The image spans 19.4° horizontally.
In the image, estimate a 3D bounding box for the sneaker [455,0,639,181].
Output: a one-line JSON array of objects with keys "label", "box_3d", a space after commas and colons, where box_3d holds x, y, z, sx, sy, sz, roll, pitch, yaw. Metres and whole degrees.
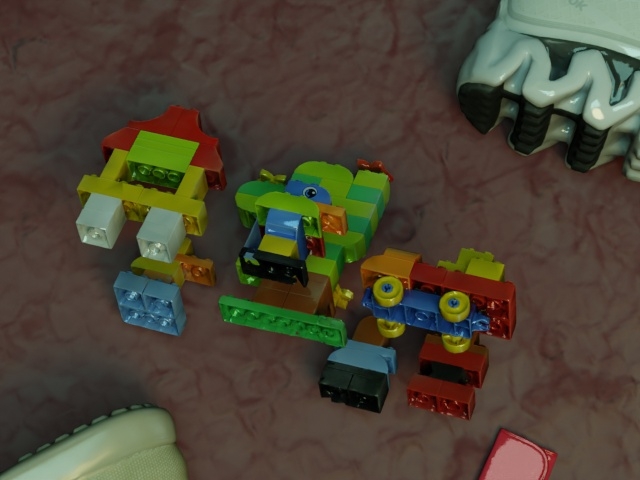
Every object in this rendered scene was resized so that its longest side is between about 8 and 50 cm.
[{"label": "sneaker", "box_3d": [0.218, -0.065, 0.905, 0.292, 0.110, 0.118, 23, 76, 0]}]

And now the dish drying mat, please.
[{"label": "dish drying mat", "box_3d": [0.087, 0.137, 0.925, 0.032, 0.008, 0.083, 24, 85, 2]}]

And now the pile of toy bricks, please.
[{"label": "pile of toy bricks", "box_3d": [0.000, 0.000, 0.900, 0.212, 0.118, 0.105, 13, 56, 15]}]

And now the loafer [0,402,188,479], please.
[{"label": "loafer", "box_3d": [-0.173, 0.173, 0.867, 0.268, 0.102, 0.092, -30, 80, -5]}]
